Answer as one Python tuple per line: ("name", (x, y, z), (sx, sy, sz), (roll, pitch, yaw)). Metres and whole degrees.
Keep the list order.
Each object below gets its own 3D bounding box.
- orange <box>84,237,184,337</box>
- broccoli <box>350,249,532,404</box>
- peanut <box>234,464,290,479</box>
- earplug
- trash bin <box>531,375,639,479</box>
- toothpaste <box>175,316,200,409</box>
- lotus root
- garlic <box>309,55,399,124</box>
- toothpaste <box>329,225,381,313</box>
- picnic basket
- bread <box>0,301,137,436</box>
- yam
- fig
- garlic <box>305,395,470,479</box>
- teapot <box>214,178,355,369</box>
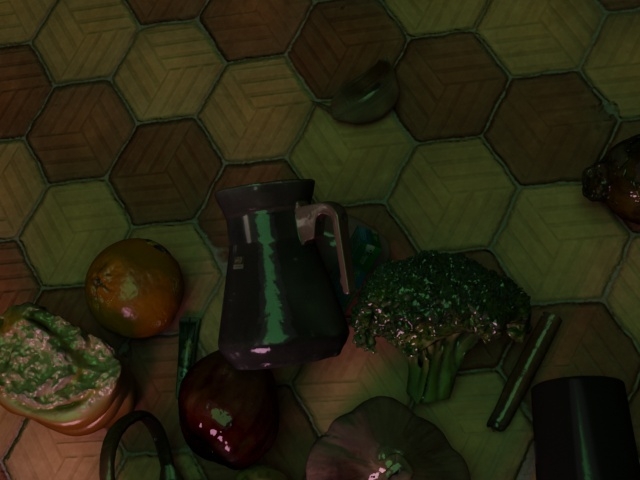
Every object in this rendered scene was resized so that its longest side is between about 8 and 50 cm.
("orange", (-0.400, 0.103, 1.982), (0.219, 0.193, 0.219), (1, 92, 17))
("broccoli", (0.231, 0.147, 1.833), (0.375, 0.302, 0.249), (-4, 49, -17))
("peanut", (-0.115, 0.525, 1.845), (0.140, 0.109, 0.159), (-37, 73, -5))
("earplug", (0.000, 0.000, 1.946), (0.301, 0.172, 0.172), (15, 78, 9))
("trash bin", (0.493, 0.431, 1.697), (0.214, 0.214, 0.334), (-4, 66, 11))
("toothpaste", (-0.291, 0.266, 1.994), (0.049, 0.031, 0.204), (-1, 73, 10))
("lotus root", (0.723, -0.126, 1.822), (0.397, 0.179, 0.196), (-4, 58, 6))
("garlic", (0.085, -0.319, 2.058), (0.198, 0.090, 0.128), (-32, 56, 9))
("toothpaste", (0.042, 0.097, 1.877), (0.050, 0.065, 0.267), (21, 118, -14))
("picnic basket", (-0.348, 0.490, 1.787), (0.337, 0.293, 0.337), (1, 94, 14))
("bread", (-0.547, 0.291, 1.916), (0.315, 0.270, 0.211), (29, 68, 10))
("yam", (0.406, 0.264, 1.842), (0.046, 0.046, 0.264), (26, 82, 17))
("fig", (-0.184, 0.337, 1.859), (0.224, 0.224, 0.263), (-17, 41, 7))
("garlic", (0.122, 0.463, 1.766), (0.322, 0.241, 0.322), (-4, 83, 31))
("teapot", (-0.068, 0.062, 1.757), (0.300, 0.253, 0.344), (-9, 89, 34))
